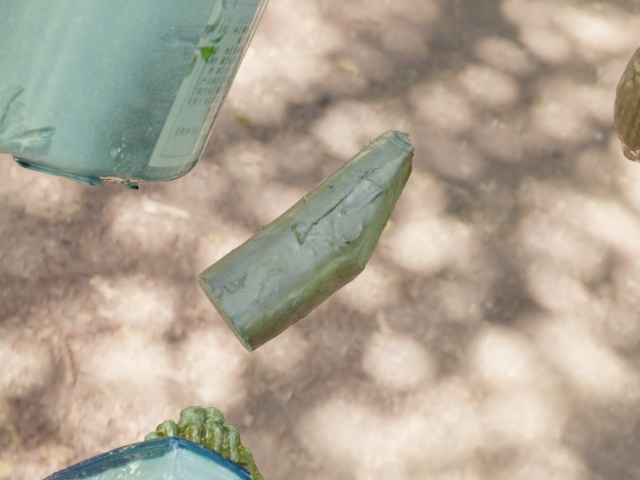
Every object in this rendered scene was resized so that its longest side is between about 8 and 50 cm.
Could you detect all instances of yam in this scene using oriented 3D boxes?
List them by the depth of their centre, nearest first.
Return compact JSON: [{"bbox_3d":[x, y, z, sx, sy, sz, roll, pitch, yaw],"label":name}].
[{"bbox_3d":[0.000,0.000,1.420,0.259,0.106,0.106,-37,62,-16],"label":"yam"}]

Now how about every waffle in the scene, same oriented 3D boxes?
[{"bbox_3d":[-0.131,0.262,1.461,0.169,0.183,0.036,-43,29,-28],"label":"waffle"}]

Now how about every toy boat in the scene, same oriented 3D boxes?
[{"bbox_3d":[-0.167,0.212,0.989,0.096,0.299,0.061,31,47,-30],"label":"toy boat"}]

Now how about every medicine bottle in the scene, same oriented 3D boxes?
[{"bbox_3d":[-0.137,-0.215,0.926,0.245,0.290,0.245,23,20,-9],"label":"medicine bottle"}]

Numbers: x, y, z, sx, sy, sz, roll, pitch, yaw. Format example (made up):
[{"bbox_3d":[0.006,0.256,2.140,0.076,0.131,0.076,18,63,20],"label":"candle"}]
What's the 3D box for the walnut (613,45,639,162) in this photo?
[{"bbox_3d":[0.397,-0.162,1.496,0.178,0.230,0.178,35,28,-21],"label":"walnut"}]
